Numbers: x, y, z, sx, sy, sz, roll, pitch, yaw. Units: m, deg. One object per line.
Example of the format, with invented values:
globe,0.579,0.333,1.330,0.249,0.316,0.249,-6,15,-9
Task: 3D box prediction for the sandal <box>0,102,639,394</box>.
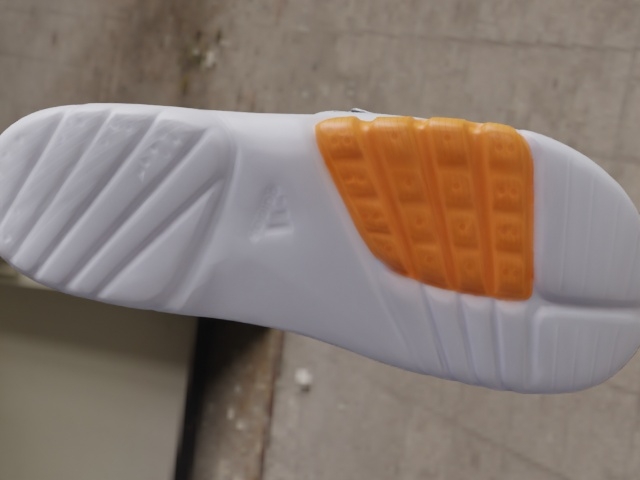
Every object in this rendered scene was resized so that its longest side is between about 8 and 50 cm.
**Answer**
sandal,0.001,-0.011,0.645,0.076,0.265,0.102,-80,1,-81
